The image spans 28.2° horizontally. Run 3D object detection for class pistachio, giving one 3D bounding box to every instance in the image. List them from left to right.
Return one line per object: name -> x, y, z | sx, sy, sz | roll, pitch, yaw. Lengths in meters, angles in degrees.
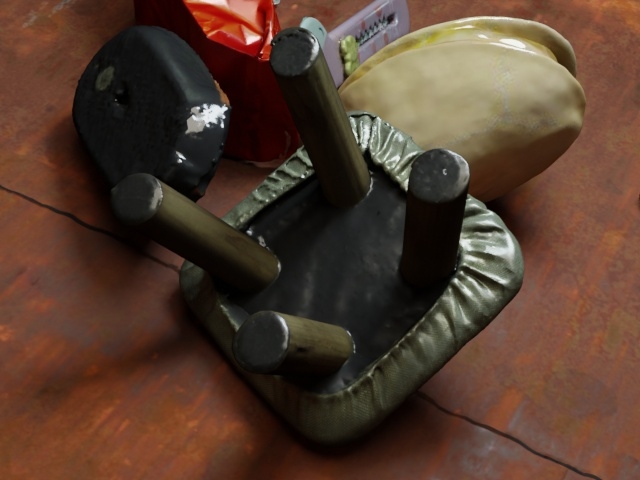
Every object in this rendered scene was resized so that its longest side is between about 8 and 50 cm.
pistachio -> 0.162, -0.155, 1.562 | 0.321, 0.238, 0.229 | -15, 45, 16

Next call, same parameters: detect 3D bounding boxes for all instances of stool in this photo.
stool -> 0.000, 0.000, 1.274 | 0.310, 0.226, 0.310 | -44, 61, -2

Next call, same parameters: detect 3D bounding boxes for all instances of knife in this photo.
knife -> 0.054, -0.268, 1.698 | 0.038, 0.132, 0.398 | 0, 22, 22

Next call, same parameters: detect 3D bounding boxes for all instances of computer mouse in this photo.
computer mouse -> -0.189, -0.134, 1.487 | 0.116, 0.183, 0.323 | 24, 20, -37

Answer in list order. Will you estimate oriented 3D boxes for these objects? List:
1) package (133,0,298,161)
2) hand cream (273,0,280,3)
package -> -0.144, -0.282, 1.651 | 0.123, 0.196, 0.423 | -14, 50, -18
hand cream -> -0.129, -0.412, 1.910 | 0.067, 0.042, 0.194 | -13, 52, -27
